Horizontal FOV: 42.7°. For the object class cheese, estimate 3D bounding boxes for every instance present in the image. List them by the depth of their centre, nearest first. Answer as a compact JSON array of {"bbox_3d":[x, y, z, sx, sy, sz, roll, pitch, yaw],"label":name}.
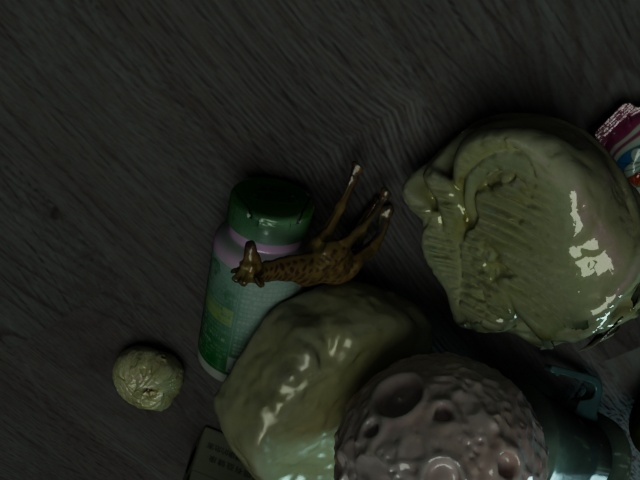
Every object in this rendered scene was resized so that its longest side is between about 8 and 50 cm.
[{"bbox_3d":[0.437,-0.078,0.999,0.244,0.062,0.155,36,116,-16],"label":"cheese"},{"bbox_3d":[0.013,0.207,1.114,0.318,0.115,0.326,-25,136,-22],"label":"cheese"}]

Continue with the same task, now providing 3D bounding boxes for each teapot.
[{"bbox_3d":[0.323,0.279,1.156,0.225,0.171,0.203,17,85,-33],"label":"teapot"}]

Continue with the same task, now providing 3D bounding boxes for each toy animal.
[{"bbox_3d":[0.000,0.008,0.996,0.054,0.276,0.149,28,137,34],"label":"toy animal"}]

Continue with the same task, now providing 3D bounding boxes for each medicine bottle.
[{"bbox_3d":[-0.085,0.056,1.091,0.134,0.133,0.274,13,123,-2],"label":"medicine bottle"}]

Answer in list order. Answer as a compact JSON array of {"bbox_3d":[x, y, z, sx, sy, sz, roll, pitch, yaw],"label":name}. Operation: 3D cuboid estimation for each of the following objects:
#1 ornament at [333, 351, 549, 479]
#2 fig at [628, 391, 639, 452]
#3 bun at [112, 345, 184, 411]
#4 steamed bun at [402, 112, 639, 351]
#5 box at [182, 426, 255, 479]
[{"bbox_3d":[0.137,0.257,0.981,0.260,0.259,0.225,-20,121,17],"label":"ornament"},{"bbox_3d":[0.503,0.231,1.161,0.117,0.117,0.177,6,107,2],"label":"fig"},{"bbox_3d":[-0.265,0.216,1.244,0.115,0.069,0.115,3,122,6],"label":"bun"},{"bbox_3d":[0.268,-0.024,0.965,0.268,0.207,0.280,-18,95,55],"label":"steamed bun"},{"bbox_3d":[-0.140,0.424,1.249,0.164,0.256,0.069,24,122,-9],"label":"box"}]
